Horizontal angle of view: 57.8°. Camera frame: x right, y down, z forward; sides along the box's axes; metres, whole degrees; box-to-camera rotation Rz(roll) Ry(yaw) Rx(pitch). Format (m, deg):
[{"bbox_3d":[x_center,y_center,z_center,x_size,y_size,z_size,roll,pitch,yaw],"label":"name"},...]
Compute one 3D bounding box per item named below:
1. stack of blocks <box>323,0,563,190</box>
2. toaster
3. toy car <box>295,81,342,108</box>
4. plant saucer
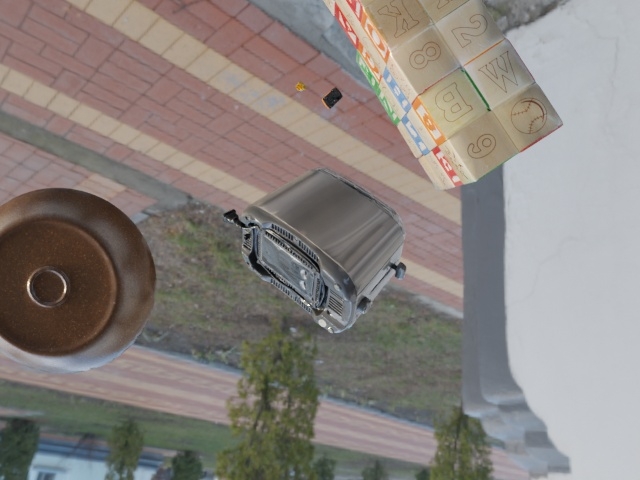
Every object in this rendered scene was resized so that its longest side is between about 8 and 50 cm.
[{"bbox_3d":[0.083,-0.196,0.549,0.087,0.297,0.171,-33,-178,3],"label":"stack of blocks"},{"bbox_3d":[0.000,0.000,0.756,0.227,0.146,0.129,35,143,25],"label":"toaster"},{"bbox_3d":[-0.005,-0.384,1.485,0.122,0.060,0.040,31,167,-22],"label":"toy car"},{"bbox_3d":[-0.272,0.045,0.594,0.199,0.198,0.036,8,-176,-4],"label":"plant saucer"}]
